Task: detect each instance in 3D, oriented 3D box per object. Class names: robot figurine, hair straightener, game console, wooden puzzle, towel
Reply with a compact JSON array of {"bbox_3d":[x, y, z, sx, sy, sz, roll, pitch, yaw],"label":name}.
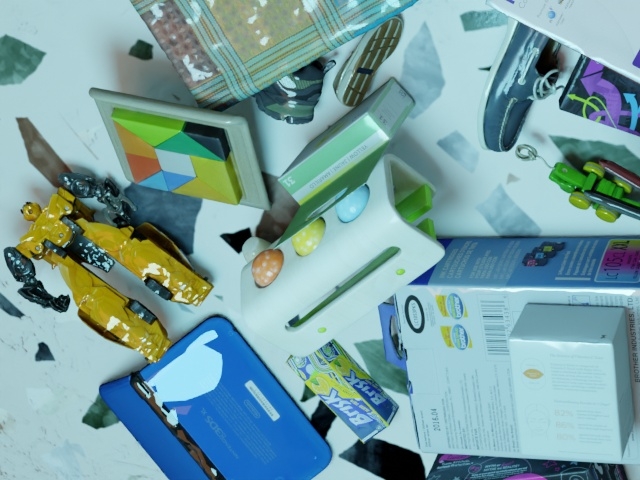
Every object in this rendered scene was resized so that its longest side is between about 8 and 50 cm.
[{"bbox_3d":[-0.313,0.038,2.210,0.291,0.085,0.211,37,89,3],"label":"robot figurine"},{"bbox_3d":[0.415,-0.007,1.811,0.230,0.047,0.089,29,104,4],"label":"hair straightener"},{"bbox_3d":[-0.165,0.280,2.343,0.250,0.173,0.293,-38,100,1],"label":"game console"},{"bbox_3d":[-0.188,-0.115,2.059,0.221,0.044,0.238,12,154,16],"label":"wooden puzzle"},{"bbox_3d":[-0.068,-0.340,1.884,0.370,0.040,0.271,-27,104,26],"label":"towel"}]

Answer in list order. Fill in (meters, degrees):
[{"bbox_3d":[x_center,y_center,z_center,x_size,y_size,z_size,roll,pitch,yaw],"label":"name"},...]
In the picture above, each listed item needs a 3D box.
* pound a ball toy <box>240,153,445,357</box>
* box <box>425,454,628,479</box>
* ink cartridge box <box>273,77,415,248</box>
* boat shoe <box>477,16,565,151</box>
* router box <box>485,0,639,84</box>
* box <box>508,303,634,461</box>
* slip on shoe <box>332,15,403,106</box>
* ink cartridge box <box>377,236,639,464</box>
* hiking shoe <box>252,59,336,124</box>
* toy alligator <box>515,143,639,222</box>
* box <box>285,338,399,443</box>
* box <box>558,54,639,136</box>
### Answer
[{"bbox_3d":[0.000,0.000,2.013,0.136,0.208,0.319,33,125,-31],"label":"pound a ball toy"},{"bbox_3d":[0.295,0.359,2.129,0.247,0.142,0.163,-11,113,28],"label":"box"},{"bbox_3d":[0.018,-0.100,1.941,0.171,0.235,0.056,-36,100,32],"label":"ink cartridge box"},{"bbox_3d":[0.262,-0.216,1.870,0.079,0.095,0.254,26,115,21],"label":"boat shoe"},{"bbox_3d":[0.394,-0.348,1.706,0.301,0.082,0.335,28,110,6],"label":"router box"},{"bbox_3d":[0.311,0.174,1.877,0.130,0.091,0.170,2,116,22],"label":"box"},{"bbox_3d":[0.058,-0.238,1.969,0.135,0.051,0.041,-63,40,25],"label":"slip on shoe"},{"bbox_3d":[0.256,0.141,2.023,0.395,0.151,0.270,-1,115,21],"label":"ink cartridge box"},{"bbox_3d":[-0.092,-0.247,2.014,0.227,0.086,0.114,28,107,3],"label":"hiking shoe"},{"bbox_3d":[0.331,-0.070,1.943,0.190,0.056,0.051,27,165,5],"label":"toy alligator"},{"bbox_3d":[0.032,0.210,2.208,0.169,0.054,0.059,46,123,-6],"label":"box"},{"bbox_3d":[0.386,-0.186,1.848,0.162,0.029,0.116,17,123,-6],"label":"box"}]
